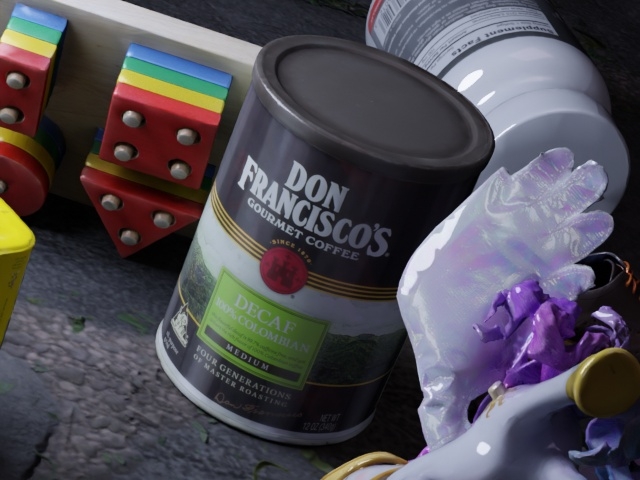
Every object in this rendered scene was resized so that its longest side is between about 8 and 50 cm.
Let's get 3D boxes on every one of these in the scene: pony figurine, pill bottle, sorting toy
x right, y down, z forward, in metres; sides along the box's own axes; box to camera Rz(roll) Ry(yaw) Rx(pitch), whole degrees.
[{"bbox_3d":[0.128,0.137,1.300,0.303,0.351,0.363,56,-5,-3],"label":"pony figurine"},{"bbox_3d":[0.188,-0.156,2.046,0.210,0.210,0.363,10,31,-22],"label":"pill bottle"},{"bbox_3d":[-0.197,-0.090,1.640,0.257,0.255,0.089,18,53,-4],"label":"sorting toy"}]

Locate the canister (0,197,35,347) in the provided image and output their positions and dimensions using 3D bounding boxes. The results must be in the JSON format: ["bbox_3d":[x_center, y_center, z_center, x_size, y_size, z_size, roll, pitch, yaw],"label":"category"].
[{"bbox_3d":[-0.280,0.043,1.404,0.073,0.170,0.126,-10,41,-45],"label":"canister"}]

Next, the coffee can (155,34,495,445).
[{"bbox_3d":[0.000,0.000,1.567,0.201,0.275,0.201,17,29,-9],"label":"coffee can"}]

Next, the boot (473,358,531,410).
[{"bbox_3d":[0.149,0.126,1.716,0.106,0.037,0.114,24,33,8],"label":"boot"}]

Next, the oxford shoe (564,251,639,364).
[{"bbox_3d":[0.293,0.073,1.837,0.271,0.098,0.097,14,29,-16],"label":"oxford shoe"}]
